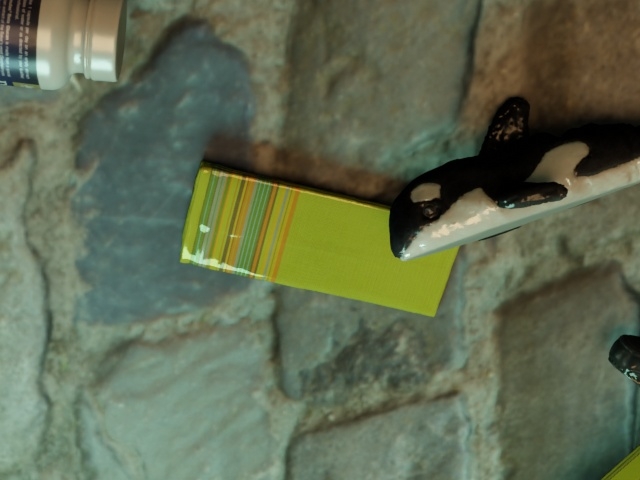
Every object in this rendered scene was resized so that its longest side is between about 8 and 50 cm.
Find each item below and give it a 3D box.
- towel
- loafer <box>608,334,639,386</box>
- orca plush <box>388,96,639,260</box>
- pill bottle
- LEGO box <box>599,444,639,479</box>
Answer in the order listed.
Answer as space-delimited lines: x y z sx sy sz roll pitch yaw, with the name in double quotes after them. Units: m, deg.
0.000 0.000 1.177 0.237 0.021 0.102 13 121 -7 "towel"
0.338 0.166 1.226 0.223 0.076 0.078 37 103 -21 "loafer"
0.183 -0.076 1.094 0.287 0.151 0.102 -20 84 13 "orca plush"
-0.239 -0.167 1.049 0.169 0.094 0.094 6 116 -3 "pill bottle"
0.331 0.363 1.104 0.193 0.372 0.500 25 126 -19 "LEGO box"
